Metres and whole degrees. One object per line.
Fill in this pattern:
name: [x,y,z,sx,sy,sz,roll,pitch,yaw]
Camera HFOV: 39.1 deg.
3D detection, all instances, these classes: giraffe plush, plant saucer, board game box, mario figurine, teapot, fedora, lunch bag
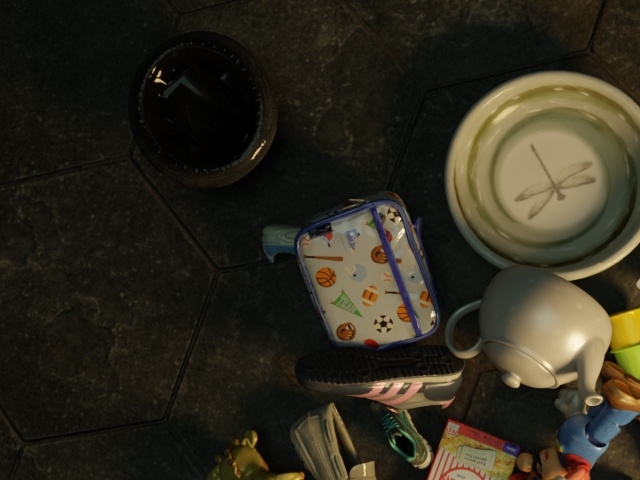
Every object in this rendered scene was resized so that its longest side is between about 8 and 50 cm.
giraffe plush: [-0.132,0.476,1.750,0.181,0.210,0.170,-30,48,-23]
plant saucer: [0.438,-0.118,1.713,0.400,0.100,0.401,-2,83,12]
board game box: [0.279,0.453,1.701,0.146,0.045,0.194,19,85,18]
mario figurine: [0.430,0.362,1.600,0.170,0.198,0.321,41,110,36]
teapot: [0.375,0.177,1.609,0.252,0.256,0.187,35,74,2]
fedora: [-0.228,-0.258,1.861,0.333,0.152,0.334,-2,82,13]
lunch bag: [0.096,0.059,1.721,0.243,0.115,0.304,-18,103,11]

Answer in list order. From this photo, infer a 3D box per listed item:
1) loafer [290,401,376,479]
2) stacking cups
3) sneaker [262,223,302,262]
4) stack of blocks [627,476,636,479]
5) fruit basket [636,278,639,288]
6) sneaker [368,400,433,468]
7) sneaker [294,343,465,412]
loafer: [0.060,0.462,1.724,0.111,0.112,0.319,-37,76,15]
stacking cups: [0.598,0.281,1.640,0.096,0.096,0.316,-17,84,11]
sneaker: [0.000,0.000,1.819,0.237,0.085,0.086,-5,105,10]
stack of blocks: [0.637,0.577,1.584,0.297,0.087,0.171,31,91,15]
fruit basket: [0.799,0.043,1.577,0.353,0.165,0.327,36,92,18]
sneaker: [0.148,0.363,1.725,0.065,0.076,0.166,-48,63,8]
sneaker: [0.109,0.276,1.691,0.318,0.112,0.131,1,124,-4]
